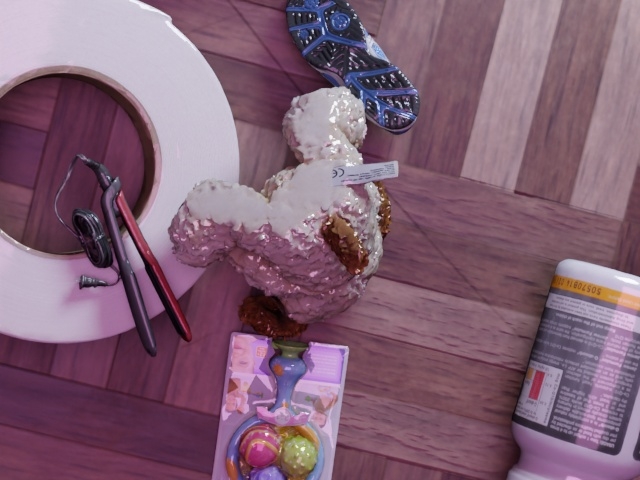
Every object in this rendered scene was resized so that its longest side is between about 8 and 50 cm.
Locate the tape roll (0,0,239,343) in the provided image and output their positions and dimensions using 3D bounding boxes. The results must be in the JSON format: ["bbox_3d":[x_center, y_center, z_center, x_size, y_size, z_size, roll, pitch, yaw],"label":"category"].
[{"bbox_3d":[-0.279,-0.084,1.636,0.392,0.072,0.392,-1,92,-16],"label":"tape roll"}]

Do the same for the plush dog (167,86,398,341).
[{"bbox_3d":[0.000,0.000,1.631,0.262,0.225,0.210,-43,62,-10],"label":"plush dog"}]

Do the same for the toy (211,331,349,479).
[{"bbox_3d":[-0.049,0.230,1.708,0.137,0.056,0.237,7,91,-4],"label":"toy"}]

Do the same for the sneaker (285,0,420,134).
[{"bbox_3d":[0.032,-0.198,1.698,0.080,0.081,0.211,-35,76,-2],"label":"sneaker"}]

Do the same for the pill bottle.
[{"bbox_3d":[0.303,0.172,1.682,0.162,0.162,0.278,17,90,-5],"label":"pill bottle"}]

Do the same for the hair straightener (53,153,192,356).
[{"bbox_3d":[-0.220,0.020,1.595,0.089,0.047,0.230,-26,100,-15],"label":"hair straightener"}]
